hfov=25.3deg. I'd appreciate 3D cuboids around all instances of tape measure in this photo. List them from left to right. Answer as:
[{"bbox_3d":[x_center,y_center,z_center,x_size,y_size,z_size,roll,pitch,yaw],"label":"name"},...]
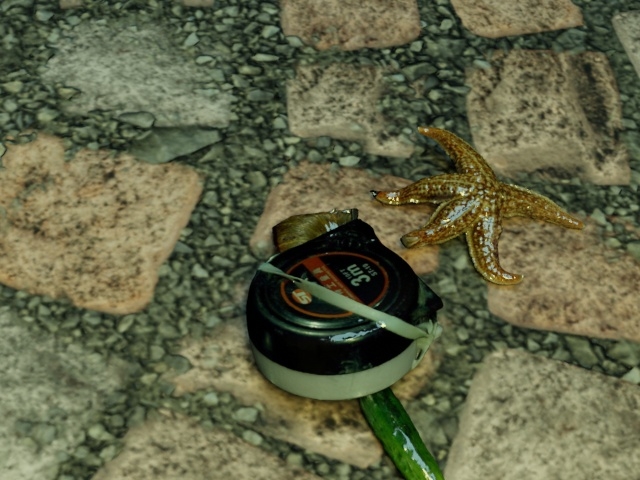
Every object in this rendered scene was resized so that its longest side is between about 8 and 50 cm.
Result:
[{"bbox_3d":[0.016,0.075,1.401,0.181,0.107,0.182,-20,38,-19],"label":"tape measure"}]

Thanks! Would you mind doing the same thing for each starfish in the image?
[{"bbox_3d":[0.175,-0.044,1.567,0.238,0.057,0.213,-1,57,-7],"label":"starfish"}]

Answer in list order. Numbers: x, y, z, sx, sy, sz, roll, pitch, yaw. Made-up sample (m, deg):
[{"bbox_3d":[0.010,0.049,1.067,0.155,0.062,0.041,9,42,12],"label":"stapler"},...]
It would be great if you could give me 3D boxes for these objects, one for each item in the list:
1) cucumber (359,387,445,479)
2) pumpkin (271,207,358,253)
[{"bbox_3d":[0.073,0.184,1.368,0.039,0.039,0.168,-19,56,-22],"label":"cucumber"},{"bbox_3d":[-0.002,0.000,1.522,0.101,0.035,0.073,-7,39,-9],"label":"pumpkin"}]
